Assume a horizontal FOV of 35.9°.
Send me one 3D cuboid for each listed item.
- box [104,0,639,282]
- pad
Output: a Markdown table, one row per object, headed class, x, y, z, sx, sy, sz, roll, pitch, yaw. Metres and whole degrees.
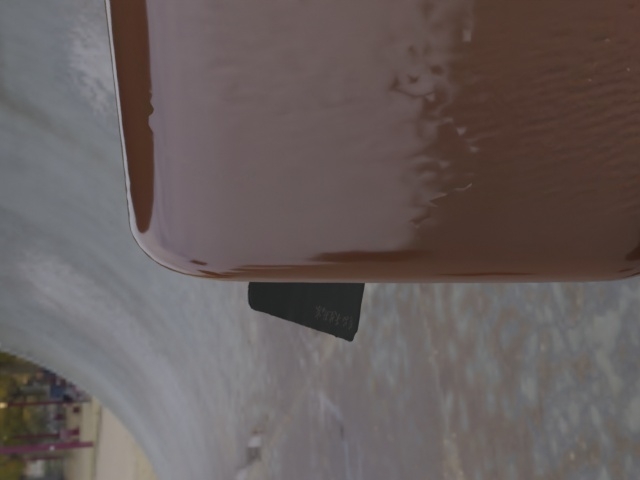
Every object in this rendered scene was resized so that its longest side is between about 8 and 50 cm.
| class | x | y | z | sx | sy | sz | roll | pitch | yaw |
| --- | --- | --- | --- | --- | --- | --- | --- | --- | --- |
| box | 0.034 | -0.144 | 0.457 | 0.339 | 0.239 | 0.229 | -89 | 0 | -69 |
| pad | 0.000 | 0.000 | 0.621 | 0.157 | 0.003 | 0.112 | 27 | -110 | -62 |
